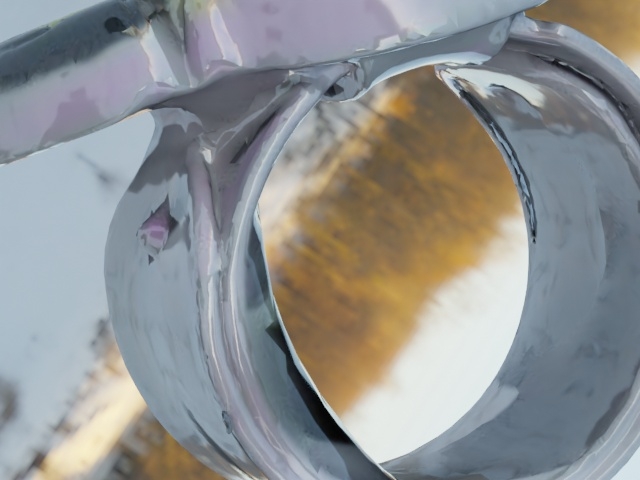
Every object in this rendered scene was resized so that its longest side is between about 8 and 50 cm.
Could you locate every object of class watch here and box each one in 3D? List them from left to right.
[{"bbox_3d":[0.000,0.000,0.695,0.244,0.231,0.196,-22,-165,-19],"label":"watch"}]
